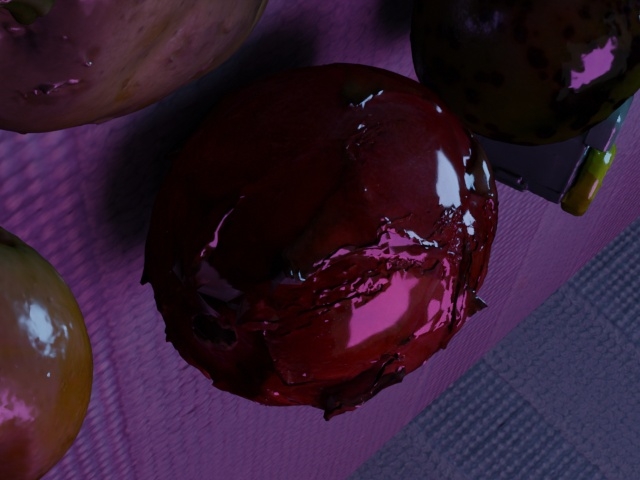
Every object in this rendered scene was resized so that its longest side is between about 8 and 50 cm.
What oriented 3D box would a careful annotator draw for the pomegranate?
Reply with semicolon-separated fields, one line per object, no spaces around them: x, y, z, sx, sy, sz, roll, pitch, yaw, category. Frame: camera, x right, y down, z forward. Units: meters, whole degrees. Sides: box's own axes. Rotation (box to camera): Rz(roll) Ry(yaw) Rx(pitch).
0.195;-0.201;1.147;0.242;0.242;0.306;-44;-179;-7;pomegranate

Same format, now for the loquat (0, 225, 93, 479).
-0.249;0.084;0.764;0.213;0.213;0.213;-40;160;-18;loquat

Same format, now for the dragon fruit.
0.000;0.000;1.017;0.302;0.295;0.296;-48;165;-37;dragon fruit

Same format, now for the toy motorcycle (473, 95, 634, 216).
0.279;-0.188;1.417;0.326;0.191;0.200;-52;165;-55;toy motorcycle

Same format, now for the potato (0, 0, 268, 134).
-0.118;-0.152;0.676;0.191;0.141;0.296;-49;168;21;potato

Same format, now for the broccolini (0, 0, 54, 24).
-0.160;-0.039;0.432;0.123;0.062;0.271;-49;-174;27;broccolini
